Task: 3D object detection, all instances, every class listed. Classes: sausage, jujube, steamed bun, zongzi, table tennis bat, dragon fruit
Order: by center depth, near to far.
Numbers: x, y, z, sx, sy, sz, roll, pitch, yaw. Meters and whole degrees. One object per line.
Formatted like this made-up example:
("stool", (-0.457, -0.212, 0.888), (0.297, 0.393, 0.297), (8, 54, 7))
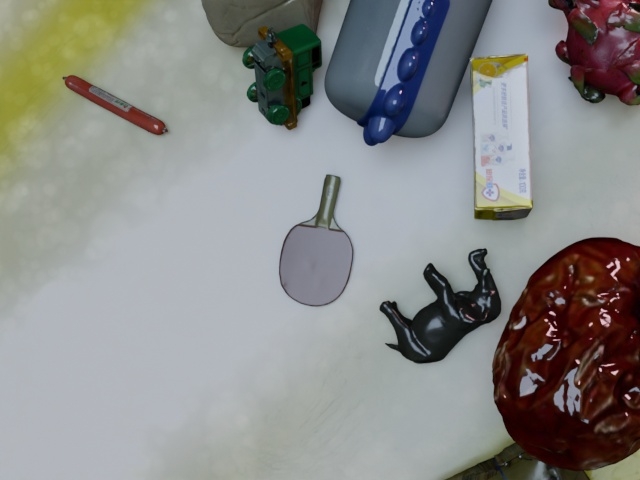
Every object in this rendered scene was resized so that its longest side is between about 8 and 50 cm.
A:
("jujube", (0.426, 0.181, 1.497), (0.276, 0.276, 0.377), (25, 67, 12))
("dragon fruit", (0.493, -0.355, 1.581), (0.198, 0.218, 0.273), (-27, 104, -19))
("zongzi", (0.340, 0.484, 1.607), (0.289, 0.123, 0.260), (-34, 82, 17))
("steamed bun", (-0.115, -0.555, 1.707), (0.246, 0.236, 0.384), (3, 86, 13))
("table tennis bat", (0.000, 0.000, 1.757), (0.138, 0.022, 0.247), (12, 91, 12))
("sausage", (-0.404, -0.266, 1.850), (0.253, 0.034, 0.034), (28, 92, 11))

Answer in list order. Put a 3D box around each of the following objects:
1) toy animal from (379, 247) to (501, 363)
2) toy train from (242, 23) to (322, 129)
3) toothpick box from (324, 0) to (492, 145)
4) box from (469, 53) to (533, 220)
("toy animal", (0.219, 0.117, 1.665), (0.245, 0.114, 0.146), (-47, 71, 27))
("toy train", (-0.061, -0.299, 1.710), (0.136, 0.228, 0.091), (-29, 55, -17))
("toothpick box", (0.144, -0.331, 1.626), (0.262, 0.263, 0.355), (20, 92, 12))
("box", (0.309, -0.172, 1.629), (0.097, 0.168, 0.265), (-2, 84, 9))
